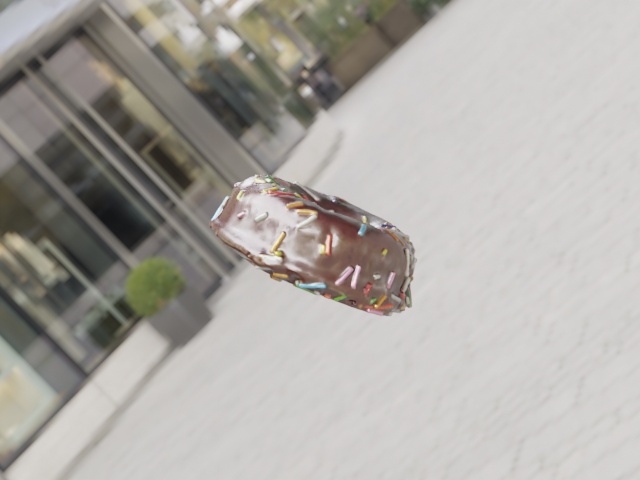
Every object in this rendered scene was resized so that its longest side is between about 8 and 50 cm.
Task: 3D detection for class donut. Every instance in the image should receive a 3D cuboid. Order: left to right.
[{"bbox_3d":[0.000,0.000,1.544,0.235,0.235,0.089,-103,35,-83],"label":"donut"}]
